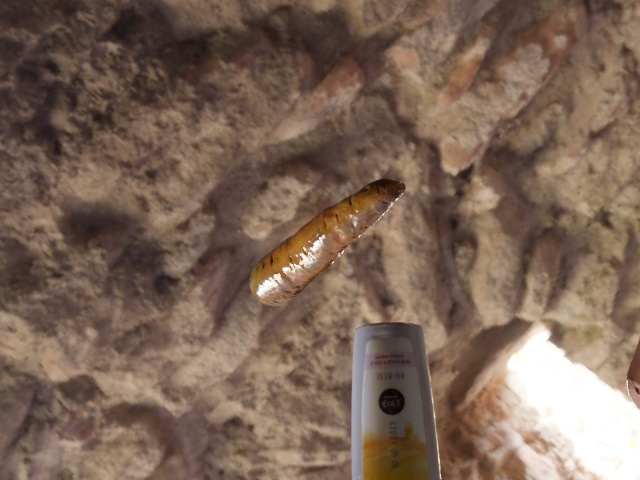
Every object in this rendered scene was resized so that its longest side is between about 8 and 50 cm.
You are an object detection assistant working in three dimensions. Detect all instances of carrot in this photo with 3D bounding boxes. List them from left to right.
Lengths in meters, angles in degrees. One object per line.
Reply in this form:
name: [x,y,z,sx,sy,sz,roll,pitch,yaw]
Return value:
carrot: [0.000,0.000,0.690,0.047,0.047,0.191,-30,-9,-45]

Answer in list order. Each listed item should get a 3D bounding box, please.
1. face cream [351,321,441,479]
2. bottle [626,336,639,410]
face cream: [0.091,0.238,1.042,0.073,0.107,0.269,54,-147,-68]
bottle: [0.503,0.109,1.039,0.297,0.173,0.206,-44,-57,-8]
